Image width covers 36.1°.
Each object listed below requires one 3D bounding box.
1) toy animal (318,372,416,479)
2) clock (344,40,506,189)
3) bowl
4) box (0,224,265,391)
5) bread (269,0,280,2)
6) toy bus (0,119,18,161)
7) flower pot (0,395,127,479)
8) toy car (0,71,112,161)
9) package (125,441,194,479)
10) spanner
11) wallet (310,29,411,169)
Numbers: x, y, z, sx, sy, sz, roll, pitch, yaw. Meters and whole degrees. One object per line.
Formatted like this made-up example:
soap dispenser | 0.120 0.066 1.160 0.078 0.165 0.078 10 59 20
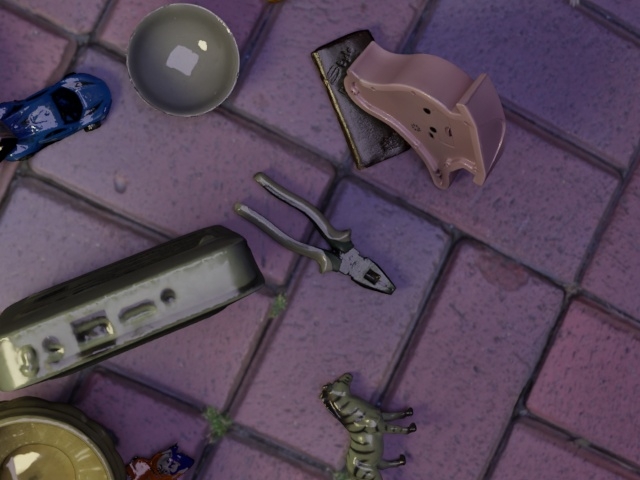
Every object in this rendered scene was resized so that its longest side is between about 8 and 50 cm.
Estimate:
toy animal | 0.079 0.353 1.763 0.175 0.073 0.217 4 96 -6
clock | 0.189 -0.204 1.690 0.275 0.290 0.080 26 69 32
bowl | -0.232 -0.298 1.662 0.189 0.086 0.189 0 92 -10
box | -0.299 0.092 1.507 0.395 0.396 0.111 -23 98 -9
bread | -0.032 -0.456 1.716 0.157 0.044 0.052 -19 90 -11
toy bus | -0.568 -0.130 1.583 0.172 0.057 0.072 -38 84 18
flower pot | -0.460 0.392 1.567 0.307 0.244 0.308 0 91 -11
toy car | -0.450 -0.208 1.632 0.216 0.063 0.103 -26 97 -9
package | -0.279 0.395 1.710 0.110 0.033 0.077 -33 122 5
spanner | 0.000 0.000 1.745 0.324 0.040 0.096 35 86 -10
wallet | 0.078 -0.253 1.753 0.121 0.031 0.232 -24 98 -10
